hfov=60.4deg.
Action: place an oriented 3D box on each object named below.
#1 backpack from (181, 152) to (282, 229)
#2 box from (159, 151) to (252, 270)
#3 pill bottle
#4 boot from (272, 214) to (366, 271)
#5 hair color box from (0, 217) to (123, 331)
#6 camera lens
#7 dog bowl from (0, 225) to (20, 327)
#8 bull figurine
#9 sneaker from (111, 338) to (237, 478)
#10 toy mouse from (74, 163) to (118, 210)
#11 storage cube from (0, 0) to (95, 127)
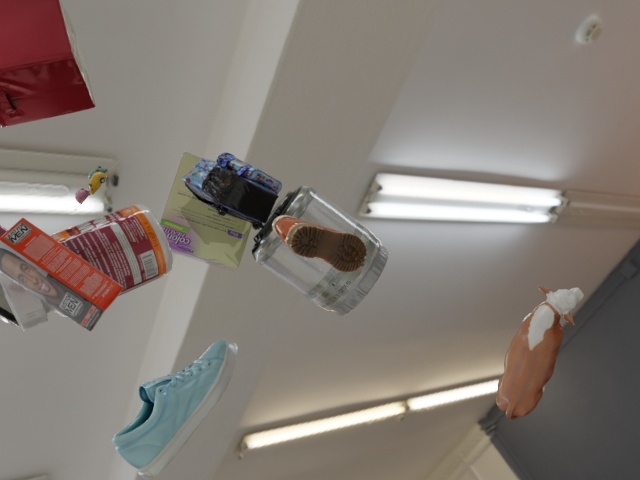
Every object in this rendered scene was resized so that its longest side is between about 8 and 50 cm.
[{"bbox_3d":[-0.190,-0.115,1.138,0.158,0.173,0.117,24,-85,-59],"label":"backpack"},{"bbox_3d":[-0.282,-0.067,1.399,0.214,0.117,0.243,18,-100,-12],"label":"box"},{"bbox_3d":[-0.342,0.037,0.806,0.221,0.121,0.121,-26,-38,-31],"label":"pill bottle"},{"bbox_3d":[0.000,0.000,0.839,0.158,0.085,0.059,22,-86,-38],"label":"boot"},{"bbox_3d":[-0.317,0.044,0.664,0.141,0.043,0.072,38,-45,-10],"label":"hair color box"},{"bbox_3d":[-0.007,0.020,1.301,0.274,0.219,0.219,36,-70,-8],"label":"camera lens"},{"bbox_3d":[-0.779,0.022,1.173,0.150,0.408,0.408,-62,-32,-24],"label":"dog bowl"},{"bbox_3d":[0.466,0.239,1.189,0.310,0.101,0.188,-62,-29,-4],"label":"bull figurine"},{"bbox_3d":[-0.332,0.352,1.282,0.135,0.366,0.150,-19,-61,45],"label":"sneaker"},{"bbox_3d":[-0.613,-0.149,1.463,0.031,0.143,0.161,41,-105,-29],"label":"toy mouse"},{"bbox_3d":[-0.584,-0.366,1.097,0.193,0.215,0.183,-17,-15,-14],"label":"storage cube"}]
